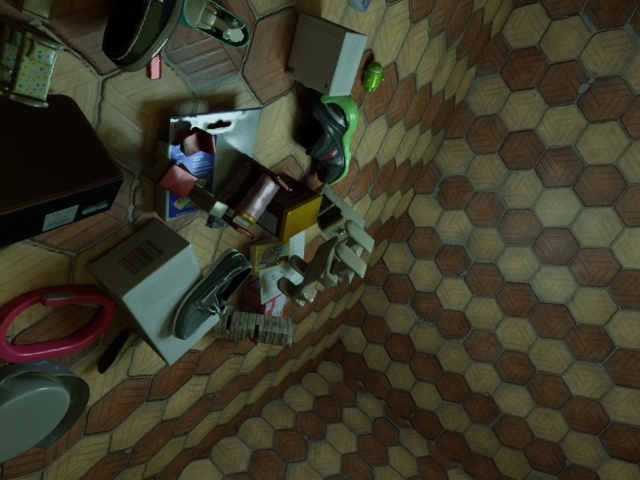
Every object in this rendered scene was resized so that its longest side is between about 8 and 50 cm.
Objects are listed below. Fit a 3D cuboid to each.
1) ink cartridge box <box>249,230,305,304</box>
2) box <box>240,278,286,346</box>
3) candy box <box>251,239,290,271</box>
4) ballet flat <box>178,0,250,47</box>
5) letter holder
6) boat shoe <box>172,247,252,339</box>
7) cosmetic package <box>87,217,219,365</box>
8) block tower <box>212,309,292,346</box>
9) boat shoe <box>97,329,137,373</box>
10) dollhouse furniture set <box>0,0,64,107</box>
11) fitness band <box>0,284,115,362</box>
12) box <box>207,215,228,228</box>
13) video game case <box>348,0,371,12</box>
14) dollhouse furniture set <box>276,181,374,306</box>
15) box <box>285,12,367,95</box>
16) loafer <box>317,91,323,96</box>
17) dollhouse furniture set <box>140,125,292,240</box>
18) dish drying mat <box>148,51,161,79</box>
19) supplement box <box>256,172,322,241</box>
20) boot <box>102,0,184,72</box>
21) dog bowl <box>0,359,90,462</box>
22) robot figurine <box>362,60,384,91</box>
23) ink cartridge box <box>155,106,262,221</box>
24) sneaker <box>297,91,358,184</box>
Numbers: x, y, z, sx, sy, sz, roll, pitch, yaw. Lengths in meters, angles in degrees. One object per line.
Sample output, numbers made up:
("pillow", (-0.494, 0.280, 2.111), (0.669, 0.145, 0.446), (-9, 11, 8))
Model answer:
("ink cartridge box", (-0.182, 0.101, 1.754), (0.296, 0.066, 0.261), (-25, 124, -50))
("box", (-0.271, 0.325, 1.874), (0.154, 0.142, 0.300), (-32, 148, -44))
("candy box", (-0.199, 0.057, 1.626), (0.206, 0.027, 0.105), (-14, 110, -54))
("ballet flat", (-0.244, -0.498, 0.897), (0.247, 0.087, 0.083), (-9, 130, -59))
("letter holder", (-0.568, -0.124, 0.728), (0.302, 0.214, 0.152), (-33, 180, -43))
("boat shoe", (-0.325, 0.175, 1.219), (0.319, 0.099, 0.116), (-56, 159, -8))
("cosmetic package", (-0.482, 0.175, 1.238), (0.230, 0.161, 0.453), (-44, 154, -30))
("block tower", (-0.285, 0.376, 1.728), (0.091, 0.335, 0.097), (-90, -167, -51))
("boat shoe", (-0.653, 0.361, 1.296), (0.153, 0.056, 0.048), (-59, 153, -11))
("dollhouse furniture set", (-0.499, -0.323, 0.616), (0.161, 0.101, 0.182), (-5, 126, -61))
("fitness band", (-0.685, 0.214, 1.046), (0.209, 0.054, 0.291), (-57, 156, 11))
("box", (-0.338, -0.076, 1.365), (0.083, 0.018, 0.067), (-13, 133, -58))
("video game case", (0.137, -0.868, 1.176), (0.269, 0.061, 0.244), (-59, 155, 10))
("dollhouse furniture set", (0.000, 0.000, 1.601), (0.362, 0.256, 0.394), (-32, -157, 42))
("box", (0.015, -0.554, 1.206), (0.119, 0.181, 0.182), (-28, 145, -49))
("loafer", (0.005, -0.538, 1.397), (0.039, 0.045, 0.125), (-11, 127, -38))
("dollhouse furniture set", (-0.255, -0.158, 1.084), (0.201, 0.152, 0.374), (-54, 157, 0))
("dish drying mat", (-0.367, -0.400, 0.891), (0.032, 0.008, 0.083), (-33, 147, -44))
("supplement box", (-0.135, -0.127, 1.469), (0.191, 0.194, 0.129), (-32, 147, -43))
("boot", (-0.339, -0.504, 0.640), (0.377, 0.138, 0.284), (-62, 157, 6))
("dog bowl", (-0.813, 0.468, 1.065), (0.349, 0.102, 0.349), (-43, 154, -28))
("robot figurine", (0.207, -0.652, 1.594), (0.101, 0.067, 0.115), (-19, 139, -37))
("ink cartridge box", (-0.319, -0.231, 1.142), (0.303, 0.072, 0.307), (-27, 142, -46))
("sneaker", (0.012, -0.379, 1.504), (0.202, 0.185, 0.483), (-10, 154, -7))
